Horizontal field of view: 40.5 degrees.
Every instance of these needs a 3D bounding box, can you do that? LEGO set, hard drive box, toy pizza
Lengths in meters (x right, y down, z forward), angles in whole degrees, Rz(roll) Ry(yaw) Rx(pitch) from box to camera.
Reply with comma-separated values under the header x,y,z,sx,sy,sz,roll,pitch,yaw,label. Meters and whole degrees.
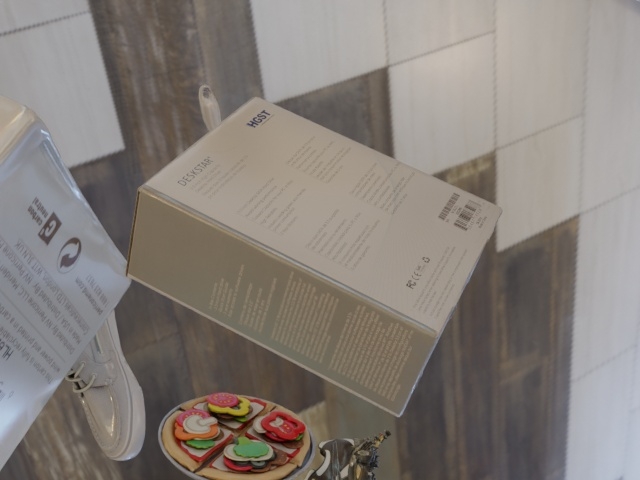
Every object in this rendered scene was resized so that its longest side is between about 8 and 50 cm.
x,y,z,sx,sy,sz,roll,pitch,yaw,label
0.055,0.251,1.072,0.083,0.023,0.054,-48,173,35,LEGO set
0.000,0.000,0.671,0.181,0.232,0.089,-50,163,-50,hard drive box
-0.104,0.244,1.103,0.201,0.201,0.032,-5,115,-33,toy pizza

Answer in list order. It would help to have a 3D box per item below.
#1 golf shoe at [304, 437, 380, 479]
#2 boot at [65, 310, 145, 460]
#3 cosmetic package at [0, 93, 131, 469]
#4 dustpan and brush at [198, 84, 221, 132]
x,y,z,sx,sy,sz,roll,pitch,yaw,label
0.017,0.354,1.151,0.077,0.093,0.198,81,20,-45,golf shoe
-0.316,0.162,1.115,0.095,0.258,0.123,-34,156,27,boot
-0.463,0.014,0.833,0.327,0.393,0.329,-59,163,-22,cosmetic package
-0.110,-0.083,1.046,0.147,0.060,0.211,-17,105,-22,dustpan and brush
